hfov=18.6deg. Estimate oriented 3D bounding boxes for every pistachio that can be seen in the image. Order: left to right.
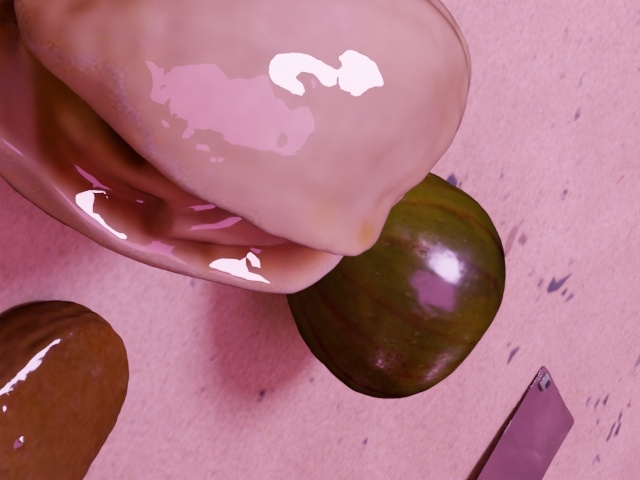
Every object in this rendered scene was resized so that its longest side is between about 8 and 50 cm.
[{"bbox_3d":[-0.050,-0.085,1.046,0.193,0.214,0.318,-31,154,35],"label":"pistachio"}]

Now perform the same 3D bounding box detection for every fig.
[{"bbox_3d":[0.000,0.000,1.252,0.259,0.151,0.151,28,89,-29],"label":"fig"}]

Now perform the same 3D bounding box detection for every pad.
[{"bbox_3d":[0.160,0.208,1.660,0.188,0.006,0.113,-57,147,-17],"label":"pad"}]

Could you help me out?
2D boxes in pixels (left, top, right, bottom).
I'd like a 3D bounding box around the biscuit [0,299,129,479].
[{"bbox_3d":[-0.219,0.254,1.140,0.368,0.076,0.394,-42,141,-30],"label":"biscuit"}]
